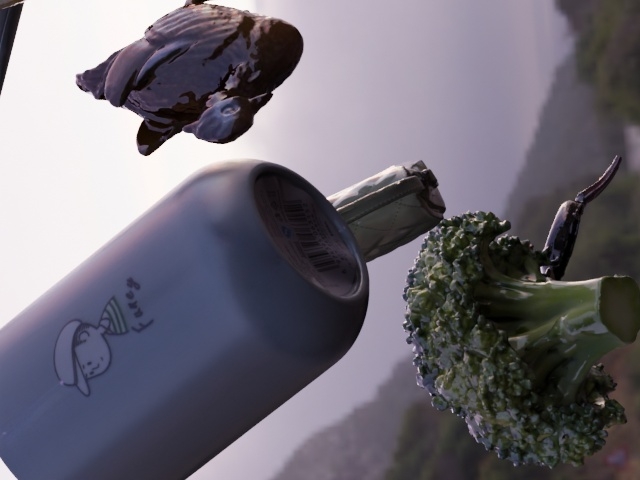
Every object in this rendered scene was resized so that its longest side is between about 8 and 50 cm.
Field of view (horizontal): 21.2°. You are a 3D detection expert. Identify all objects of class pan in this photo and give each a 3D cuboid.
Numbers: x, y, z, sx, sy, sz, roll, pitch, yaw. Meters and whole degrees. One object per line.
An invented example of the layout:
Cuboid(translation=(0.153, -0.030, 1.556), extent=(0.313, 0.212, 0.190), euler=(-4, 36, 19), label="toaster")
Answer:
Cuboid(translation=(0.351, -0.040, 2.329), extent=(0.212, 0.040, 0.115), euler=(-57, -18, -23), label="pan")

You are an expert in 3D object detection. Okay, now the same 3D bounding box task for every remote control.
Cuboid(translation=(-0.357, -0.194, 1.818), extent=(0.027, 0.050, 0.184), euler=(-51, -20, -69), label="remote control")

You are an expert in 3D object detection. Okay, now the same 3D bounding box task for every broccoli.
Cuboid(translation=(0.218, 0.116, 1.874), extent=(0.235, 0.288, 0.260), euler=(-60, 25, -4), label="broccoli")

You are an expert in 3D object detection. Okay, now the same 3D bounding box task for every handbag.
Cuboid(translation=(0.000, 0.000, 1.639), extent=(0.079, 0.256, 0.219), euler=(64, -169, 3), label="handbag")

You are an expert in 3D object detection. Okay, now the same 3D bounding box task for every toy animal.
Cuboid(translation=(-0.099, -0.111, 1.209), extent=(0.179, 0.188, 0.089), euler=(-81, -31, -49), label="toy animal")

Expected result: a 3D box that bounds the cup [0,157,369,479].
Cuboid(translation=(-0.120, 0.078, 1.438), extent=(0.205, 0.312, 0.205), euler=(38, -152, -25), label="cup")

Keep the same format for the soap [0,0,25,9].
Cuboid(translation=(-0.257, -0.391, 1.682), extent=(0.156, 0.335, 0.293), euler=(43, -141, -48), label="soap")
